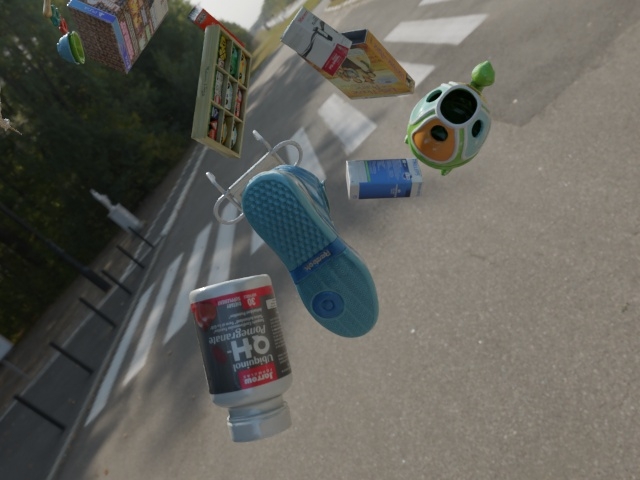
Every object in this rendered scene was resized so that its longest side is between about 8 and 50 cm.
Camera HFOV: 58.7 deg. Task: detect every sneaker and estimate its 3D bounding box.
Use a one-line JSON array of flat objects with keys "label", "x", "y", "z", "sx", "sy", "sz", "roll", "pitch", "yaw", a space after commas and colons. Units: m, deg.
[{"label": "sneaker", "x": 0.000, "y": 0.000, "z": 0.978, "sx": 0.127, "sy": 0.319, "sz": 0.208, "roll": -28, "pitch": 15, "yaw": 13}]

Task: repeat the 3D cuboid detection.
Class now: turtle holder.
[{"label": "turtle holder", "x": 0.419, "y": -0.367, "z": 1.713, "sx": 0.320, "sy": 0.243, "sz": 0.227, "roll": -25, "pitch": -13, "yaw": -6}]

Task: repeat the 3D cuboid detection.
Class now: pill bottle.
[{"label": "pill bottle", "x": -0.157, "y": 0.242, "z": 1.189, "sx": 0.176, "sy": 0.318, "sz": 0.176, "roll": -13, "pitch": -5, "yaw": -1}]

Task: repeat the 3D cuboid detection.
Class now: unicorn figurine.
[{"label": "unicorn figurine", "x": -0.861, "y": -0.368, "z": 1.510, "sx": 0.060, "sy": 0.162, "sz": 0.111, "roll": -22, "pitch": 49, "yaw": -24}]

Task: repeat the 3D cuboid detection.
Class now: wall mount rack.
[{"label": "wall mount rack", "x": -0.193, "y": -0.180, "z": 1.854, "sx": 0.350, "sy": 0.304, "sz": 0.130, "roll": -42, "pitch": 44, "yaw": 0}]

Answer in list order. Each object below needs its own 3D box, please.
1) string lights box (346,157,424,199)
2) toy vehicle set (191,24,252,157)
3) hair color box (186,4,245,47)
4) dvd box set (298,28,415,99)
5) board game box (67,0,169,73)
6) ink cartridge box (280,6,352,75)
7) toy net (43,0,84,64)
[{"label": "string lights box", "x": 0.226, "y": -0.221, "z": 2.033, "sx": 0.077, "sy": 0.259, "sz": 0.133, "roll": 90, "pitch": 177, "yaw": -49}, {"label": "toy vehicle set", "x": -0.230, "y": -0.346, "z": 1.352, "sx": 0.166, "sy": 0.035, "sz": 0.267, "roll": 19, "pitch": -104, "yaw": -68}, {"label": "hair color box", "x": -0.267, "y": -0.535, "z": 1.459, "sx": 0.043, "sy": 0.141, "sz": 0.072, "roll": -52, "pitch": 39, "yaw": 6}, {"label": "dvd box set", "x": 0.148, "y": -0.676, "z": 2.233, "sx": 0.307, "sy": 0.420, "sz": 0.062, "roll": 5, "pitch": 80, "yaw": 34}, {"label": "board game box", "x": -0.608, "y": -0.715, "z": 1.751, "sx": 0.232, "sy": 0.141, "sz": 0.291, "roll": 109, "pitch": -176, "yaw": -68}, {"label": "ink cartridge box", "x": -0.009, "y": -0.475, "z": 1.355, "sx": 0.063, "sy": 0.150, "sz": 0.109, "roll": -49, "pitch": 16, "yaw": 37}, {"label": "toy net", "x": -0.558, "y": -0.498, "z": 1.215, "sx": 0.045, "sy": 0.232, "sz": 0.122, "roll": -11, "pitch": 31, "yaw": -4}]
